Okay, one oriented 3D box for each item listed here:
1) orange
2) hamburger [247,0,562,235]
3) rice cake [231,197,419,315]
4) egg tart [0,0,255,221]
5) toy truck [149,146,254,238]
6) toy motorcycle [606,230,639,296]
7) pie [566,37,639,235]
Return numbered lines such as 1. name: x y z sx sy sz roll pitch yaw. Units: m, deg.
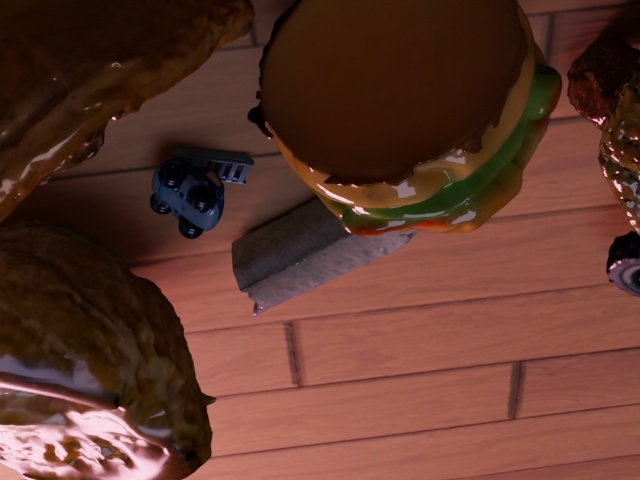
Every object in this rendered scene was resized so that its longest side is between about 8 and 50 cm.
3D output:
1. orange: -0.247 0.103 1.370 0.271 0.210 0.369 0 150 32
2. hamburger: 0.077 -0.104 1.145 0.237 0.237 0.149 -17 148 13
3. rice cake: 0.001 0.000 1.405 0.206 0.069 0.063 -24 144 26
4. egg tart: -0.211 -0.121 1.038 0.339 0.351 0.153 -32 110 5
5. toy truck: -0.103 -0.052 1.318 0.073 0.090 0.056 40 141 11
6. toy motorcycle: 0.492 0.059 1.429 0.410 0.169 0.237 7 167 24
7. pie: 0.436 -0.091 1.141 0.395 0.180 0.418 46 133 -11
